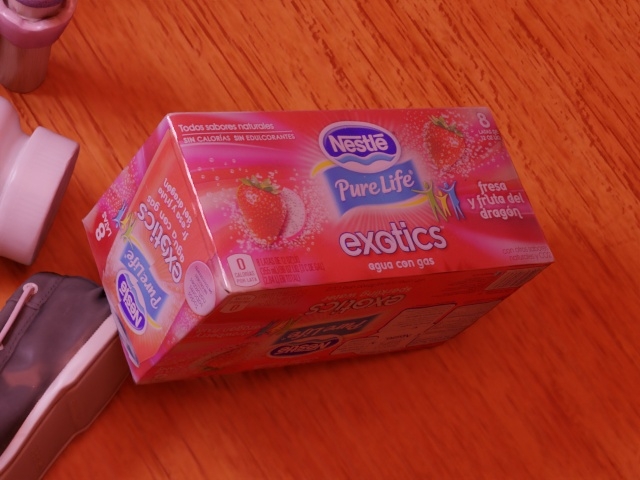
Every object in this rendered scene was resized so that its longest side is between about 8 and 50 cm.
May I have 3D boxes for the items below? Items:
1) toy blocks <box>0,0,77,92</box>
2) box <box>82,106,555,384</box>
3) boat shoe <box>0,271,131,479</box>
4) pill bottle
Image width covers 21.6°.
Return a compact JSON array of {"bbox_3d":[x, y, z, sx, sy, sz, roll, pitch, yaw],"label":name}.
[{"bbox_3d":[-0.317,-0.308,1.282,0.309,0.260,0.288,12,63,-10],"label":"toy blocks"},{"bbox_3d":[0.000,0.000,1.241,0.300,0.154,0.142,-5,64,-36],"label":"box"},{"bbox_3d":[-0.252,0.151,1.177,0.095,0.112,0.335,27,54,18],"label":"boat shoe"},{"bbox_3d":[-0.300,-0.068,1.251,0.221,0.121,0.121,22,61,-5],"label":"pill bottle"}]
